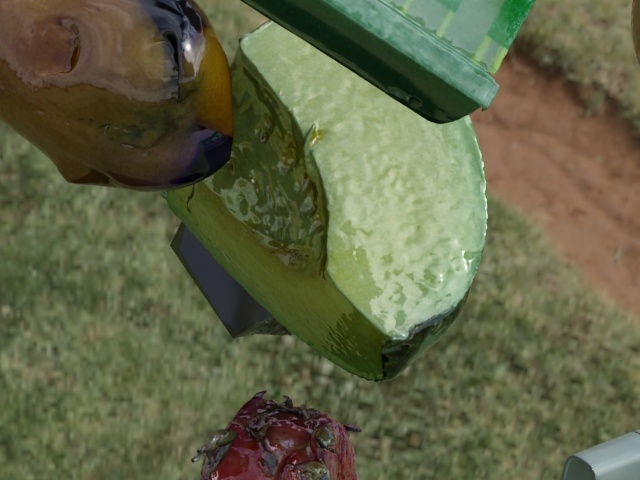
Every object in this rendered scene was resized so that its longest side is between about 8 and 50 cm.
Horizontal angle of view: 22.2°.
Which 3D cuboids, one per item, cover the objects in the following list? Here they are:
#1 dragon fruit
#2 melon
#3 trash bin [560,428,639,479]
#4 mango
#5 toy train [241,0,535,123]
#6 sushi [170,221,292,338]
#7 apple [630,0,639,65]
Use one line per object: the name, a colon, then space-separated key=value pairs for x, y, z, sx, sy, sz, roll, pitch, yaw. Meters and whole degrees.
dragon fruit: x=-0.029 y=0.260 z=1.593 sx=0.147 sy=0.282 sz=0.211 roll=12 pitch=67 yaw=14
melon: x=0.009 y=-0.031 z=1.528 sx=0.343 sy=0.331 sz=0.226 roll=55 pitch=20 yaw=14
trash bin: x=0.349 y=0.293 z=1.947 sx=0.130 sy=0.116 sz=0.059 roll=-12 pitch=29 yaw=-36
mango: x=-0.203 y=-0.156 z=1.475 sx=0.287 sy=0.153 sz=0.201 roll=34 pitch=94 yaw=24
toy train: x=0.028 y=-0.224 z=1.112 sx=0.301 sy=0.120 sz=0.202 roll=31 pitch=81 yaw=-16
sushi: x=0.000 y=0.001 z=1.866 sx=0.212 sy=0.227 sz=0.215 roll=7 pitch=38 yaw=-46
apple: x=0.357 y=-0.209 z=1.425 sx=0.195 sy=0.173 sz=0.160 roll=-16 pitch=33 yaw=-27
